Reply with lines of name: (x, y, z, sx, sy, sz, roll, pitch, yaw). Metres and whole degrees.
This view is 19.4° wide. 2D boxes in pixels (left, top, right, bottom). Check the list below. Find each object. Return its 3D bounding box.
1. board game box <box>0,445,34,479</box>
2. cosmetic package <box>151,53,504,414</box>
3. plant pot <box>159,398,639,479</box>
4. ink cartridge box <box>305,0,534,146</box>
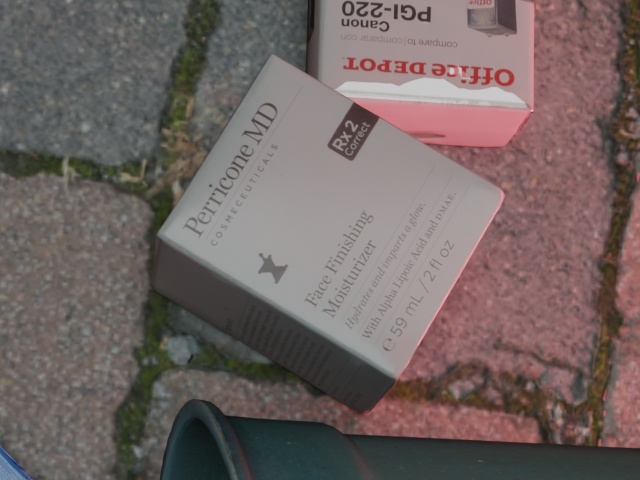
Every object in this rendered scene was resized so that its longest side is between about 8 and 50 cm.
board game box: (-0.317, 0.180, 1.248, 0.210, 0.047, 0.160, -42, 85, -14)
cosmetic package: (0.000, 0.000, 1.274, 0.184, 0.151, 0.151, 30, 74, 1)
plant pot: (0.087, 0.260, 1.150, 0.334, 0.341, 0.341, -2, 77, -15)
ink cartridge box: (0.071, -0.185, 1.358, 0.159, 0.092, 0.217, 3, 78, -6)
